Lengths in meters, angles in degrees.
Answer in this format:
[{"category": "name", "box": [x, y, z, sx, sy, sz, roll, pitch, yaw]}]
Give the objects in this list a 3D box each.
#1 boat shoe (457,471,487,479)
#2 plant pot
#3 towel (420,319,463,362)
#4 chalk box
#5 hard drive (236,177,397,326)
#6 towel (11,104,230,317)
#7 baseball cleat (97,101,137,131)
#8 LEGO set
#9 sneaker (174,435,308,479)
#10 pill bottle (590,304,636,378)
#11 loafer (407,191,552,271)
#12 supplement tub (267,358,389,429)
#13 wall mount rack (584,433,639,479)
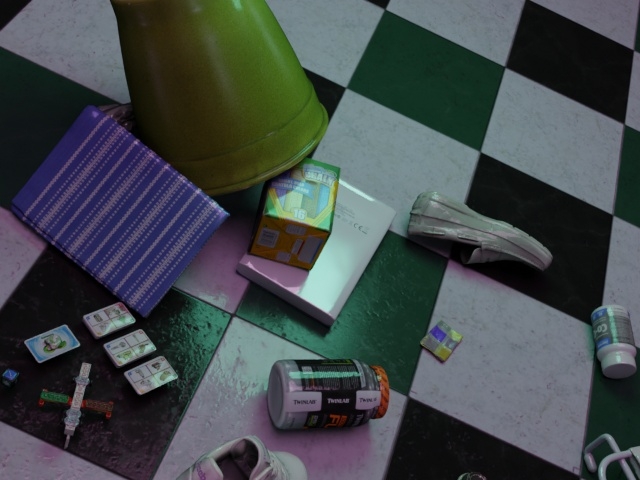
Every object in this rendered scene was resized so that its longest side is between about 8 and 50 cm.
[{"category": "boat shoe", "box": [0.301, 0.487, 1.386, 0.081, 0.069, 0.228, -9, 59, -26]}, {"category": "plant pot", "box": [-0.207, -0.327, 1.517, 0.366, 0.353, 0.366, -13, 33, 9]}, {"category": "towel", "box": [0.236, 0.195, 1.616, 0.060, 0.009, 0.083, 40, 52, 12]}, {"category": "chalk box", "box": [-0.045, -0.075, 1.577, 0.132, 0.132, 0.213, 16, 52, -8]}, {"category": "hard drive", "box": [0.000, 0.000, 1.650, 0.210, 0.040, 0.319, 31, 50, 3]}, {"category": "towel", "box": [-0.360, -0.055, 1.475, 0.336, 0.040, 0.243, 38, 90, 8]}, {"category": "baseball cleat", "box": [-0.379, -0.262, 1.682, 0.109, 0.072, 0.206, 13, 20, 30]}, {"category": "LEGO set", "box": [-0.385, 0.217, 1.355, 0.244, 0.060, 0.182, -23, 60, -40]}, {"category": "sneaker", "box": [-0.095, 0.356, 1.231, 0.114, 0.152, 0.305, 49, 22, 25]}, {"category": "pill bottle", "box": [0.601, 0.207, 1.700, 0.078, 0.078, 0.137, 13, 51, -11]}, {"category": "loafer", "box": [0.332, 0.002, 1.747, 0.319, 0.112, 0.111, 23, 86, -4]}, {"category": "supplement tub", "box": [0.013, 0.260, 1.414, 0.190, 0.117, 0.117, 2, 55, -18]}, {"category": "wall mount rack", "box": [0.638, 0.483, 1.487, 0.350, 0.130, 0.304, -3, 53, -22]}]
